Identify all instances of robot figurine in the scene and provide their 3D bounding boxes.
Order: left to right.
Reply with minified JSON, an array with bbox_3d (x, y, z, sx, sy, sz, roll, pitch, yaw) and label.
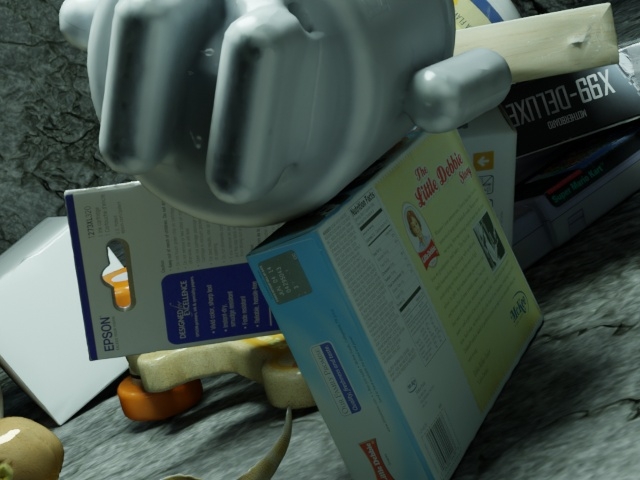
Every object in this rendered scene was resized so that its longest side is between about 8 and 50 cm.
[{"bbox_3d":[-0.023,-0.132,1.070,0.300,0.200,0.353,19,23,12],"label":"robot figurine"}]

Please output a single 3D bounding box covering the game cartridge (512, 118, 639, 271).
[{"bbox_3d":[0.224,-0.046,1.620,0.355,0.068,0.230,-32,6,-39],"label":"game cartridge"}]

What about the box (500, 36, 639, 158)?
[{"bbox_3d":[0.296,-0.162,1.705,0.242,0.076,0.307,-18,4,22],"label":"box"}]

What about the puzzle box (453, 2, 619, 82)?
[{"bbox_3d":[0.096,-0.156,1.431,0.272,0.052,0.409,-10,5,0],"label":"puzzle box"}]

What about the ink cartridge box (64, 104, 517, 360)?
[{"bbox_3d":[-0.021,-0.007,1.317,0.371,0.176,0.069,-9,36,-9],"label":"ink cartridge box"}]

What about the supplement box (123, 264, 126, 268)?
[{"bbox_3d":[-0.261,0.080,2.186,0.056,0.083,0.083,-29,9,-21],"label":"supplement box"}]

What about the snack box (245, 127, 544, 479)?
[{"bbox_3d":[0.066,0.035,1.114,0.060,0.187,0.322,-22,9,25],"label":"snack box"}]

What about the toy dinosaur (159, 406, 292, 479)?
[{"bbox_3d":[-0.067,0.178,0.944,0.183,0.093,0.053,-29,9,-23],"label":"toy dinosaur"}]

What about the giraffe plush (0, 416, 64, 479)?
[{"bbox_3d":[-0.208,0.187,1.039,0.210,0.170,0.181,-27,8,-7],"label":"giraffe plush"}]

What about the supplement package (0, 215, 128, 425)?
[{"bbox_3d":[-0.322,0.089,1.900,0.177,0.175,0.293,-40,11,-12],"label":"supplement package"}]

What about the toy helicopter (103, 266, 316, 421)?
[{"bbox_3d":[-0.053,0.092,1.471,0.235,0.140,0.355,-19,16,-23],"label":"toy helicopter"}]

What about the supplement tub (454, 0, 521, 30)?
[{"bbox_3d":[0.073,-0.178,1.863,0.316,0.228,0.228,-51,15,-15],"label":"supplement tub"}]

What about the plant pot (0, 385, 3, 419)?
[{"bbox_3d":[-0.475,0.195,1.795,0.188,0.205,0.205,-6,15,19],"label":"plant pot"}]
